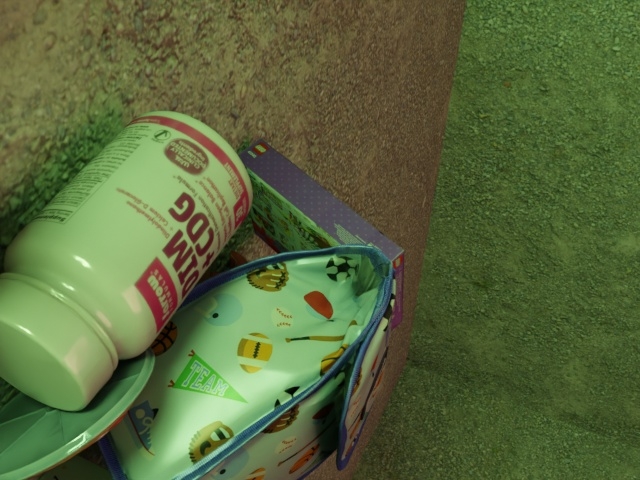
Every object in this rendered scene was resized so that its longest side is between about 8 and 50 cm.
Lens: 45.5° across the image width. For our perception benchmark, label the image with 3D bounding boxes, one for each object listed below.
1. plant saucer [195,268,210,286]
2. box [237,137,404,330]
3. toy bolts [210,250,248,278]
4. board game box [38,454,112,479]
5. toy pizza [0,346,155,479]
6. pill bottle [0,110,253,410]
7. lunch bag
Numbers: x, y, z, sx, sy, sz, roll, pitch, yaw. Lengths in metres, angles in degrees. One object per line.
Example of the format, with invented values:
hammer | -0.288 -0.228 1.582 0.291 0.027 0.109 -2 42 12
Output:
plant saucer | -0.203 0.086 1.023 0.200 0.037 0.199 18 90 -72
box | 0.000 0.000 1.135 0.057 0.293 0.200 -40 152 -20
toy bolts | -0.082 0.127 1.228 0.218 0.159 0.228 -52 154 -48
board game box | -0.320 0.441 0.926 0.224 0.098 0.303 -54 157 -47
toy pizza | -0.244 0.168 0.734 0.032 0.201 0.201 63 37 -20
pill bottle | -0.199 0.014 0.746 0.160 0.161 0.283 89 26 -47
lunch bag | -0.067 0.189 0.960 0.386 0.239 0.327 -32 155 -15
